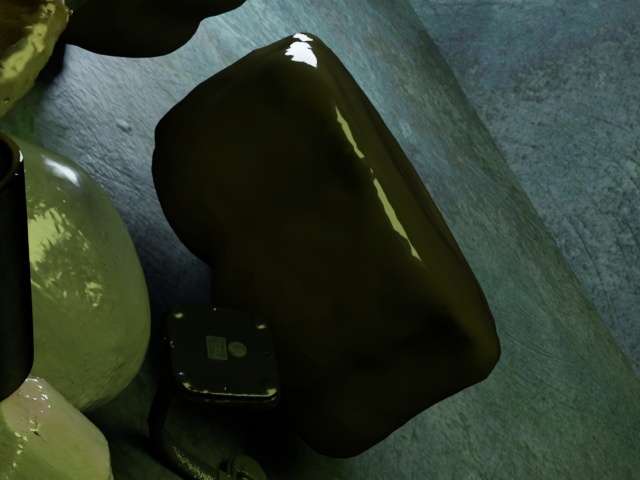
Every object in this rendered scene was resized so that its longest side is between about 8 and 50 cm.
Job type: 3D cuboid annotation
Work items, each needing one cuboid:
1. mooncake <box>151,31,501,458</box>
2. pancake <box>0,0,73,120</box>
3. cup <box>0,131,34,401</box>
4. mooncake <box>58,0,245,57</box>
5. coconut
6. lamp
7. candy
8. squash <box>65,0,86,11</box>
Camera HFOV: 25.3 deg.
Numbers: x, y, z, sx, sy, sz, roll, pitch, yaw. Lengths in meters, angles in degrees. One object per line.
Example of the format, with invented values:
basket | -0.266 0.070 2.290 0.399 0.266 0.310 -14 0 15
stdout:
mooncake | 0.000 0.000 1.611 0.467 0.262 0.467 60 7 -12
pancake | -0.390 -0.227 1.255 0.356 0.065 0.356 5 67 -13
cup | -0.326 0.035 1.043 0.239 0.177 0.166 -19 34 -27
mooncake | -0.237 -0.402 1.688 0.378 0.378 0.200 62 20 17
coconut | -0.261 0.176 1.129 0.183 0.171 0.171 46 25 -24
lamp | -0.101 0.219 1.380 0.203 0.124 0.283 -103 -168 -45
candy | -0.266 0.025 1.287 0.295 0.185 0.295 45 20 -21
squash | -0.406 -0.392 1.476 0.384 0.263 0.263 59 24 7
